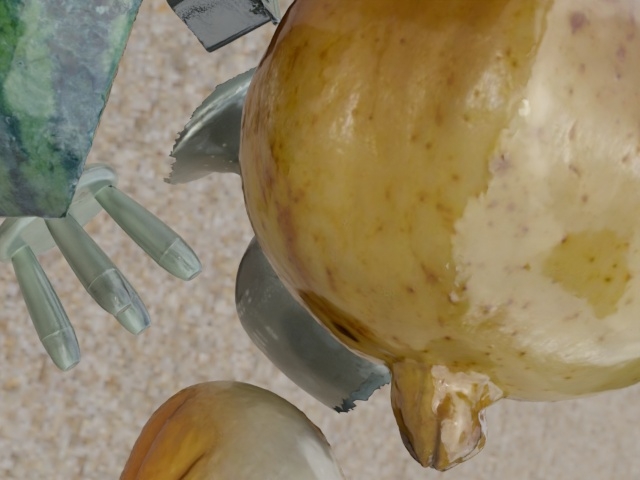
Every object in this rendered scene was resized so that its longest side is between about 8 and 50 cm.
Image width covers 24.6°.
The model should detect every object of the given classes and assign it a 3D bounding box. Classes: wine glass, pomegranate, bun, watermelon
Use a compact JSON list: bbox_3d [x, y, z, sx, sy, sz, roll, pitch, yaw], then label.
[{"bbox_3d":[0.000,0.000,1.489,0.238,0.323,0.238,-36,171,-7],"label":"wine glass"},{"bbox_3d":[0.124,-0.033,1.076,0.410,0.410,0.410,-38,133,-56],"label":"pomegranate"},{"bbox_3d":[-0.098,0.279,1.300,0.164,0.299,0.299,-6,108,-29],"label":"bun"},{"bbox_3d":[-0.180,-0.164,1.027,0.292,0.250,0.283,-22,116,-47],"label":"watermelon"}]

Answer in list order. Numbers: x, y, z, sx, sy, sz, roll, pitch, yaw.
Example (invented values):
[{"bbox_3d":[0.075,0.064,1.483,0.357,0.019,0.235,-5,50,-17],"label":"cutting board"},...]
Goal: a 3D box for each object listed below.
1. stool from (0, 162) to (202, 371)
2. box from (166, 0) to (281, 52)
[{"bbox_3d":[-0.296,0.027,1.924,0.195,0.199,0.195,-30,167,-51],"label":"stool"},{"bbox_3d":[-0.084,-0.217,1.226,0.084,0.069,0.122,48,20,-33],"label":"box"}]
